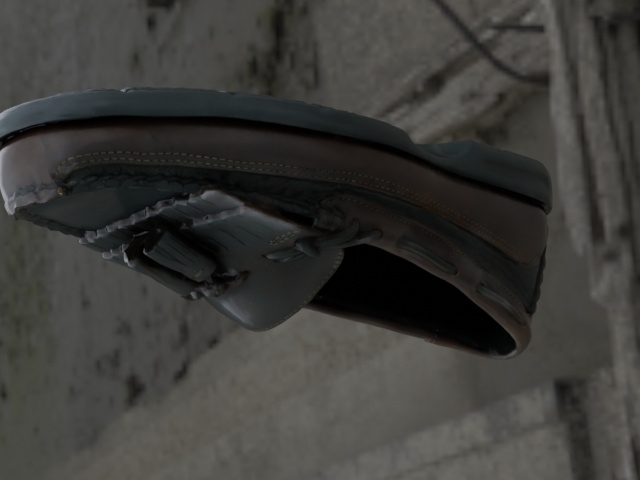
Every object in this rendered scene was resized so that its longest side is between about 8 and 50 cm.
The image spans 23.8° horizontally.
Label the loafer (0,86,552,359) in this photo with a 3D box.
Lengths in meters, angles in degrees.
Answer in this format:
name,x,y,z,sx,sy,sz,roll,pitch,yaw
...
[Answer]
name,x,y,z,sx,sy,sz,roll,pitch,yaw
loafer,0.000,0.000,0.576,0.096,0.267,0.084,-13,76,45
